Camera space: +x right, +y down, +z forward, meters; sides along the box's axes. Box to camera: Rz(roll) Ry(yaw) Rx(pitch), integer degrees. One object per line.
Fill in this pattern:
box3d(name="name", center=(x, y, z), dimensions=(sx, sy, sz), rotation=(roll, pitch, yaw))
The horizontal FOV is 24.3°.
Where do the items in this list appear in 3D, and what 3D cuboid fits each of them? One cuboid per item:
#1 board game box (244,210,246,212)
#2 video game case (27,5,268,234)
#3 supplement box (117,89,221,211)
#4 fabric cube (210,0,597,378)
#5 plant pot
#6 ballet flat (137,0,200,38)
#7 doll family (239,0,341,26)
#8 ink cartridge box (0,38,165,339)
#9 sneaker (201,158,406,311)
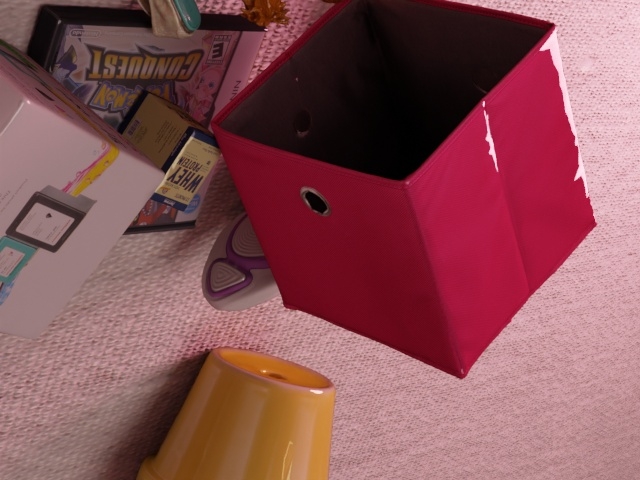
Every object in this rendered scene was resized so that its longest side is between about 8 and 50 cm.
box3d(name="board game box", center=(-0.002, -0.067, 1.784), dimensions=(0.201, 0.035, 0.136), rotation=(-54, 147, 4))
box3d(name="video game case", center=(-0.197, -0.114, 1.504), dimensions=(0.275, 0.035, 0.248), rotation=(-7, 127, -48))
box3d(name="supplement box", center=(-0.155, -0.088, 1.470), dimensions=(0.083, 0.083, 0.056), rotation=(-56, 146, 9))
box3d(name="fabric cube", center=(0.089, -0.066, 1.491), dimensions=(0.259, 0.254, 0.258), rotation=(-46, 136, -28))
box3d(name="plant pot", center=(-0.089, 0.269, 1.838), dimensions=(0.254, 0.254, 0.239), rotation=(10, 98, -54))
box3d(name="ballet flat", center=(-0.161, -0.261, 1.380), dimensions=(0.057, 0.052, 0.168), rotation=(-58, 139, -52))
box3d(name="doll family", center=(-0.025, -0.295, 1.456), dimensions=(0.263, 0.118, 0.163), rotation=(-19, 136, -40))
box3d(name="ink cartridge box", center=(-0.301, -0.062, 1.224), dimensions=(0.197, 0.198, 0.270), rotation=(-51, 161, 3))
box3d(name="sneaker", center=(0.000, 0.000, 1.712), dimensions=(0.305, 0.114, 0.152), rotation=(-37, 143, -20))
